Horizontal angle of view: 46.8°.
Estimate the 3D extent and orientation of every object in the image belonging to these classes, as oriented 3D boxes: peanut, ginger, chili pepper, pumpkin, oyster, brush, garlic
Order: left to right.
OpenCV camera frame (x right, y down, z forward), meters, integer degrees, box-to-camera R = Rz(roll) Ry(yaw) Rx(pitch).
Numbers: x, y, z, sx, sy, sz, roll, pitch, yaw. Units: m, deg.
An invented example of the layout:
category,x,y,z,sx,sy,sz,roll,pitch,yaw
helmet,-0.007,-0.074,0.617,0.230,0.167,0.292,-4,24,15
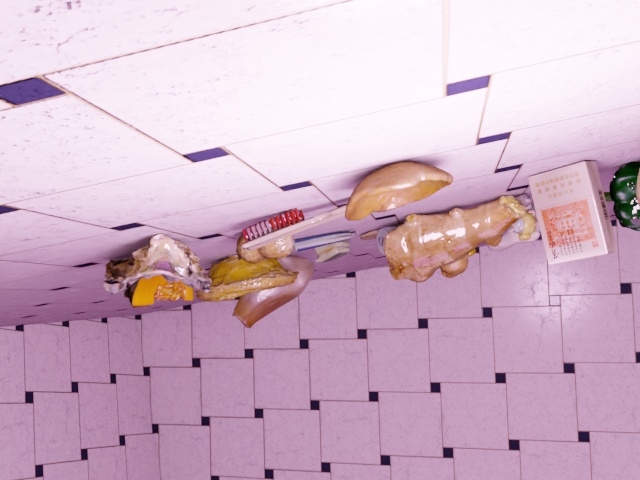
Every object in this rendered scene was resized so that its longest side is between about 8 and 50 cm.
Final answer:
category,x,y,z,sx,sy,sz,roll,pitch,yaw
pumpkin,-0.475,0.112,2.014,0.163,0.111,0.278,4,-178,26
oyster,-0.360,0.059,1.633,0.238,0.114,0.351,0,167,-12
peanut,-0.126,0.007,1.659,0.089,0.089,0.193,-4,176,-43
garlic,-0.150,0.155,2.386,0.318,0.143,0.112,-37,-147,-10
brush,-0.010,-0.052,1.486,0.321,0.050,0.060,-19,169,12
ginger,0.354,0.016,1.935,0.375,0.236,0.166,-6,-155,23
chili pepper,0.737,-0.103,1.714,0.261,0.165,0.174,-14,-175,45

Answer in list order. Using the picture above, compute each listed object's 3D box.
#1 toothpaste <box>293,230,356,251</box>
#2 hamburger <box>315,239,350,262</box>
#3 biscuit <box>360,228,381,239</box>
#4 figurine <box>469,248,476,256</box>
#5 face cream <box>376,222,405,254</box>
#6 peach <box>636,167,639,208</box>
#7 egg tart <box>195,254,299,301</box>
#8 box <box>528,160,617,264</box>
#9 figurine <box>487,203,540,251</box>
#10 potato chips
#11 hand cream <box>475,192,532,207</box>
category,x,y,z,sx,sy,sz,roll,pitch,yaw
toothpaste,0.000,0.000,2.004,0.197,0.034,0.057,-12,-170,4
hamburger,0.047,0.029,2.263,0.084,0.054,0.121,-2,163,-43
biscuit,0.188,-0.020,2.178,0.152,0.020,0.152,-10,173,-1
figurine,0.395,0.015,2.284,0.156,0.131,0.246,-49,-173,6
face cream,0.309,-0.011,2.112,0.314,0.089,0.143,-5,-151,-28
peach,0.705,-0.108,1.275,0.292,0.247,0.292,6,152,3
egg tart,-0.220,0.103,2.183,0.315,0.120,0.315,-11,175,-1
box,0.537,-0.058,1.580,0.141,0.201,0.058,-14,177,43
figurine,0.582,-0.054,2.106,0.235,0.127,0.155,-17,163,8
potato chips,0.122,-0.092,1.239,0.195,0.062,0.208,-18,171,16
hand cream,0.489,-0.098,1.957,0.057,0.037,0.165,-5,178,-38
